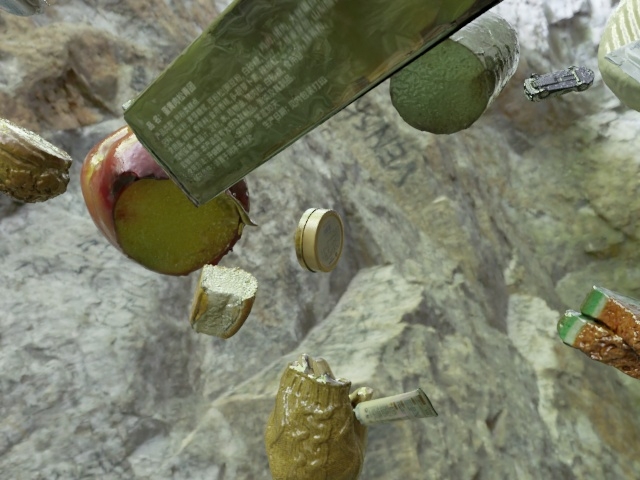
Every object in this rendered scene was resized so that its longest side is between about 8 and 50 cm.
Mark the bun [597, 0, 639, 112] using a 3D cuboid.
[{"bbox_3d":[0.688,-0.358,1.129,0.219,0.365,0.365,29,-135,-36],"label":"bun"}]

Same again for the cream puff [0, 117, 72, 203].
[{"bbox_3d":[-0.448,-0.112,0.962,0.144,0.103,0.126,30,-175,-23],"label":"cream puff"}]

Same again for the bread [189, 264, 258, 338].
[{"bbox_3d":[-0.127,0.079,0.840,0.077,0.070,0.083,14,-154,-14],"label":"bread"}]

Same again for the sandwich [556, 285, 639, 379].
[{"bbox_3d":[0.550,0.171,1.070,0.109,0.292,0.212,-70,-15,11],"label":"sandwich"}]

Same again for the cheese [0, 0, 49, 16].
[{"bbox_3d":[-0.711,-0.550,1.433,0.052,0.245,0.135,-70,-22,-13],"label":"cheese"}]

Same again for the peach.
[{"bbox_3d":[-0.352,-0.120,1.465,0.406,0.335,0.310,37,-166,-52],"label":"peach"}]

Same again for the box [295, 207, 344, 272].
[{"bbox_3d":[0.000,0.000,1.029,0.105,0.037,0.105,-17,-70,-59],"label":"box"}]

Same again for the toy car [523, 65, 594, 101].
[{"bbox_3d":[0.327,-0.214,0.882,0.025,0.093,0.041,73,-170,-51],"label":"toy car"}]

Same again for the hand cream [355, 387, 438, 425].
[{"bbox_3d":[0.122,0.279,1.076,0.061,0.143,0.039,61,-145,-13],"label":"hand cream"}]

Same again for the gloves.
[{"bbox_3d":[0.000,0.379,1.183,0.155,0.203,0.356,-122,30,-75],"label":"gloves"}]

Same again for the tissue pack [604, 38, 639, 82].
[{"bbox_3d":[0.510,-0.258,0.897,0.122,0.193,0.026,52,161,29],"label":"tissue pack"}]

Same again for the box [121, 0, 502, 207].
[{"bbox_3d":[0.041,-0.248,0.671,0.138,0.420,0.373,51,-138,-13],"label":"box"}]

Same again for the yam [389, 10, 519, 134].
[{"bbox_3d":[0.230,-0.284,1.061,0.161,0.161,0.268,62,-143,-15],"label":"yam"}]
